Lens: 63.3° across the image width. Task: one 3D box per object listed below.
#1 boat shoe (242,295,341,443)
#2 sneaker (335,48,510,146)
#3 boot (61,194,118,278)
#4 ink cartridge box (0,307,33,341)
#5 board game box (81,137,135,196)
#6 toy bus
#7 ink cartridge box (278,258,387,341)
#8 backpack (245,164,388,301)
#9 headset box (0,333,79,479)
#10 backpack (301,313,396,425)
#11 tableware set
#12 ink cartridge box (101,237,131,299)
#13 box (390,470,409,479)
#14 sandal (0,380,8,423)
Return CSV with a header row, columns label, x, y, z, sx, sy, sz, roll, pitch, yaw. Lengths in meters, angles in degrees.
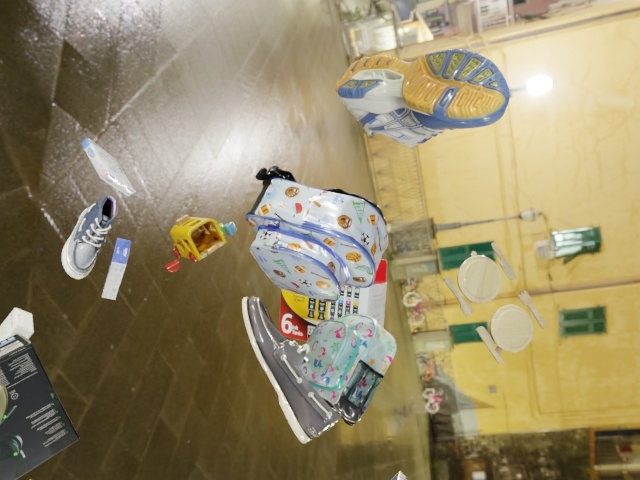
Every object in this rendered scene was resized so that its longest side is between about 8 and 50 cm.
label,x,y,z,sx,sy,sz,roll,pitch,yaw
boat shoe,-0.039,0.160,0.686,0.206,0.065,0.075,64,3,3
sneaker,0.158,-0.201,0.776,0.112,0.296,0.131,-49,131,-12
boot,-0.485,-0.013,1.101,0.069,0.086,0.189,33,37,-38
ink cartridge box,-0.815,0.253,1.368,0.052,0.122,0.088,35,7,-41
board game box,-0.392,-0.134,0.962,0.090,0.020,0.090,53,-1,21
toy bus,-0.345,-0.015,1.392,0.191,0.202,0.104,-86,155,-66
ink cartridge box,0.036,0.178,1.596,0.130,0.310,0.271,0,94,-58
backpack,0.000,0.000,1.066,0.276,0.264,0.213,58,43,-58
headset box,-0.710,0.393,1.137,0.246,0.131,0.283,-31,111,-36
backpack,0.064,0.307,1.340,0.191,0.225,0.253,47,67,-20
tableware set,0.315,0.117,0.957,0.194,0.128,0.039,57,-15,-2
ink cartridge box,-0.656,0.095,1.670,0.207,0.046,0.097,-53,-149,43
box,0.179,0.613,1.218,0.054,0.059,0.169,43,9,11
sandal,-0.522,0.321,0.699,0.086,0.120,0.302,-147,-104,-71
